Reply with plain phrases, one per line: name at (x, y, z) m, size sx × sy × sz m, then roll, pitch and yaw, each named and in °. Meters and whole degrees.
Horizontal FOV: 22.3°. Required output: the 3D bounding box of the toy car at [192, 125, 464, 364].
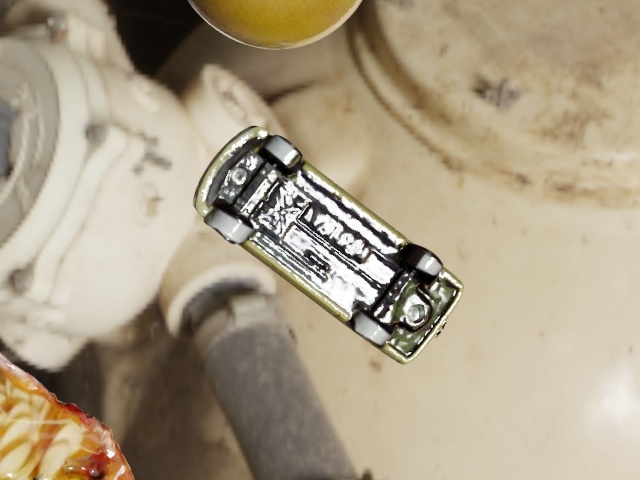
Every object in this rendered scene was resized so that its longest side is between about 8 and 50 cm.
toy car at (0.000, 0.000, 1.449) m, size 0.256 × 0.124 × 0.101 m, roll 37°, pitch 88°, yaw -16°

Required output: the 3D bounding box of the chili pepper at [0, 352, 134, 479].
chili pepper at (-0.270, 0.187, 1.180) m, size 0.305 × 0.251 × 0.229 m, roll -14°, pitch 9°, yaw 33°

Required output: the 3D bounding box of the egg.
egg at (-0.054, -0.355, 1.948) m, size 0.250 × 0.322 × 0.250 m, roll -1°, pitch 82°, yaw 5°
